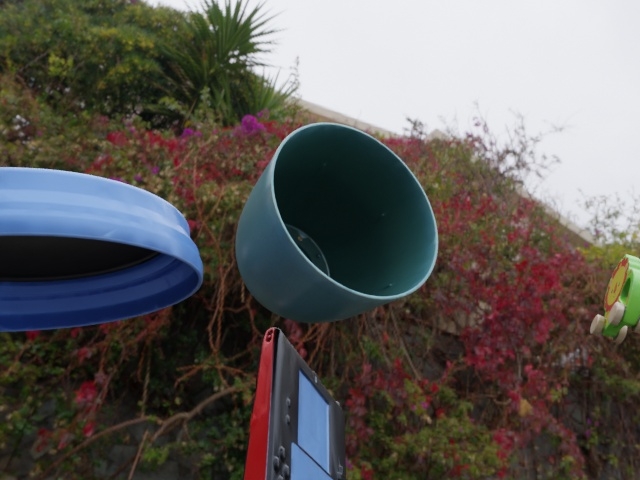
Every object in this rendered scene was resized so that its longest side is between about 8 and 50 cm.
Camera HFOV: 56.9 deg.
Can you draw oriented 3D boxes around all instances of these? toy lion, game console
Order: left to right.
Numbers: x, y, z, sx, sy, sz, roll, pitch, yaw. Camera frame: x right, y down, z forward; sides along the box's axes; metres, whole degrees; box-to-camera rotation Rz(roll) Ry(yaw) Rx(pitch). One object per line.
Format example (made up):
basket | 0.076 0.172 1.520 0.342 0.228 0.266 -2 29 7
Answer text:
game console | -0.023 0.376 0.985 0.060 0.341 0.386 -7 -38 17
toy lion | 0.328 0.058 0.640 0.034 0.096 0.100 19 -15 14

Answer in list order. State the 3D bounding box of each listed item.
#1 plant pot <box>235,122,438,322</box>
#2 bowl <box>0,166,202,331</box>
plant pot | 0.000 0.000 0.948 0.293 0.293 0.235 27 -38 -19
bowl | -0.336 0.027 0.682 0.392 0.077 0.391 -8 -19 -3
